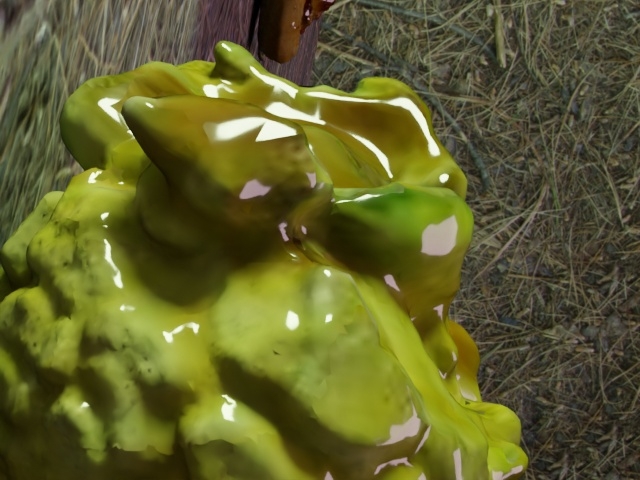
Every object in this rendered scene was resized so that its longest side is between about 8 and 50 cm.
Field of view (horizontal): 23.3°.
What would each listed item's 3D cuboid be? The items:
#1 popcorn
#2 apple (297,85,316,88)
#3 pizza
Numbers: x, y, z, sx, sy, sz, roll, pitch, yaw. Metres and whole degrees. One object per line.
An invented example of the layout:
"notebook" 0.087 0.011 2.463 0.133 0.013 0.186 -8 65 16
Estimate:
"popcorn" -0.033 0.050 0.646 0.270 0.224 0.257 78 7 -68
"apple" 0.000 0.000 1.517 0.306 0.235 0.305 -169 -90 -89
"pizza" -0.005 -0.326 1.622 0.229 0.081 0.289 -76 177 -77
